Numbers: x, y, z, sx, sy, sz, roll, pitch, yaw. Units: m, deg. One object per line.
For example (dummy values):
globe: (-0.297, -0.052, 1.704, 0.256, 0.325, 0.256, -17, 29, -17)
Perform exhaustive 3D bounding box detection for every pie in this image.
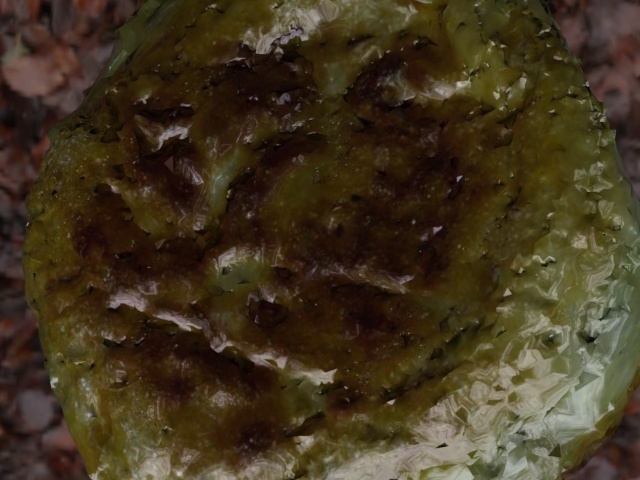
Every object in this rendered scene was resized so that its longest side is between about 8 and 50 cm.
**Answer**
pie: (0.000, 0.000, 0.631, 0.288, 0.354, 0.103, -22, 163, 12)
